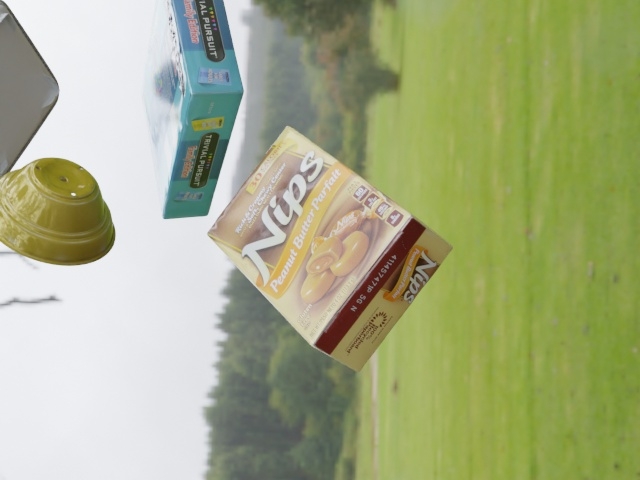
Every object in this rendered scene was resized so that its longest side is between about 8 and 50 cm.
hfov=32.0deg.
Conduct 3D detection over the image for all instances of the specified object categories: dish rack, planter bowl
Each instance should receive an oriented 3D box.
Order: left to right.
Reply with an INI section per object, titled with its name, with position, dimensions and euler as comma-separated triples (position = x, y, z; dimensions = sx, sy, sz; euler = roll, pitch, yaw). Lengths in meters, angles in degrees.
[dish rack]
position = -0.608, -0.266, 2.050
dimensions = 0.333, 0.072, 0.285
euler = -65, -35, -34
[planter bowl]
position = -0.409, -0.065, 1.726
dimensions = 0.217, 0.217, 0.090
euler = -91, 24, -53

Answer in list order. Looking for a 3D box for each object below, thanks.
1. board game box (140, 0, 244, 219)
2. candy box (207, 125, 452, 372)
[board game box]
position = -0.202, -0.226, 1.693
dimensions = 0.336, 0.079, 0.253
euler = 116, 145, -57
[candy box]
position = 0.000, 0.000, 1.352
dimensions = 0.183, 0.087, 0.316
euler = -53, 37, 3
